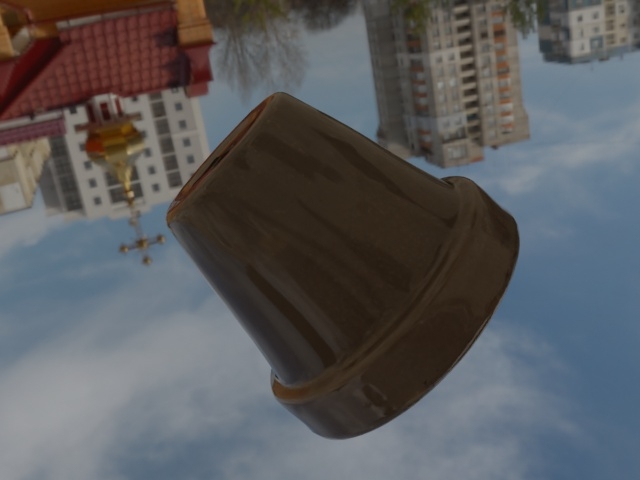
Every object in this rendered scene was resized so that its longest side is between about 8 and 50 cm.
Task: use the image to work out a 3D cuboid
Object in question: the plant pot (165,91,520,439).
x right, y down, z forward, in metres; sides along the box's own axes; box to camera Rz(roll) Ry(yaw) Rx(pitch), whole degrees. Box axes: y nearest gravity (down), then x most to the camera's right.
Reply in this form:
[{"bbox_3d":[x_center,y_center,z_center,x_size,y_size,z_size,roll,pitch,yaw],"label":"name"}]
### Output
[{"bbox_3d":[0.000,0.000,0.670,0.263,0.229,0.263,-43,-164,15],"label":"plant pot"}]
